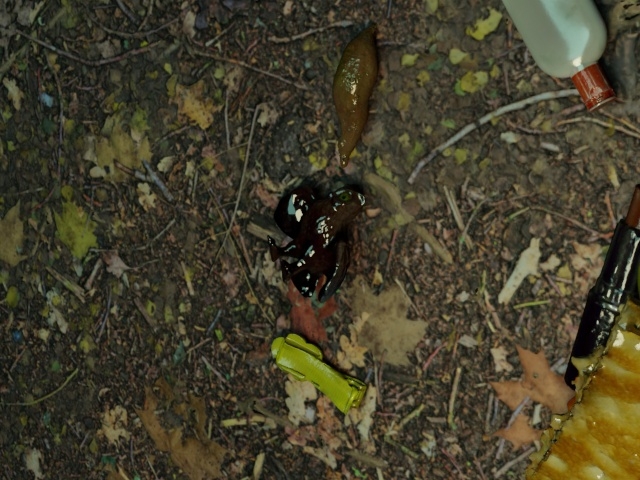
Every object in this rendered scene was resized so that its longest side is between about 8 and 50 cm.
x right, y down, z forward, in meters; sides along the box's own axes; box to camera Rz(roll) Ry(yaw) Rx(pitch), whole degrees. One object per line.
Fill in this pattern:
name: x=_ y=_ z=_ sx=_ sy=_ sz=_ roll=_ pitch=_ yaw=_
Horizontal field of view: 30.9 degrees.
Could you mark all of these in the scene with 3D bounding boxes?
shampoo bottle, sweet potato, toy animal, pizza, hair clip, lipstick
shampoo bottle: x=0.323 y=-0.275 z=1.530 sx=0.108 sy=0.051 sz=0.221 roll=-32 pitch=79 yaw=32
sweet potato: x=0.046 y=-0.214 z=1.725 sx=0.068 sy=0.068 sz=0.226 roll=21 pitch=110 yaw=30
toy animal: x=0.005 y=-0.006 z=1.788 sx=0.179 sy=0.116 sz=0.218 roll=-38 pitch=44 yaw=6
pizza: x=0.410 y=0.252 z=1.482 sx=0.440 sy=0.130 sz=0.406 roll=49 pitch=143 yaw=-15
hair clip: x=-0.006 y=0.206 z=1.842 sx=0.173 sy=0.046 sz=0.072 roll=30 pitch=111 yaw=25
lipstick: x=0.395 y=0.069 z=1.520 sx=0.081 sy=0.081 sz=0.300 roll=26 pitch=114 yaw=29

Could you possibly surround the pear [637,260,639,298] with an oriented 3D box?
pear: x=0.497 y=0.054 z=1.411 sx=0.216 sy=0.166 sz=0.180 roll=16 pitch=81 yaw=-7
